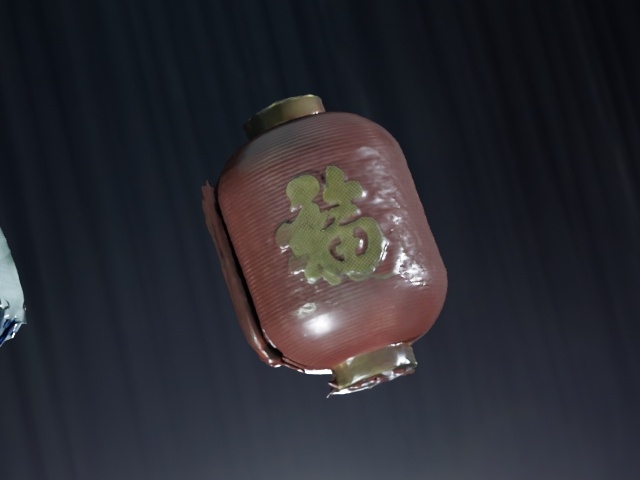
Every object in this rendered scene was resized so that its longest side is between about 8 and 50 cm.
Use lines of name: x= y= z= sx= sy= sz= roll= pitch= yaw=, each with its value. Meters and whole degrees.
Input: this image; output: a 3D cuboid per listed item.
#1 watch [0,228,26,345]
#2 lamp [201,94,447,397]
watch: x=-0.226 y=0.049 z=0.891 sx=0.068 sy=0.276 sz=0.274 roll=-31 pitch=171 yaw=22
lamp: x=0.000 y=0.000 z=1.587 sx=0.180 sy=0.258 sz=0.180 roll=-20 pitch=168 yaw=-5
